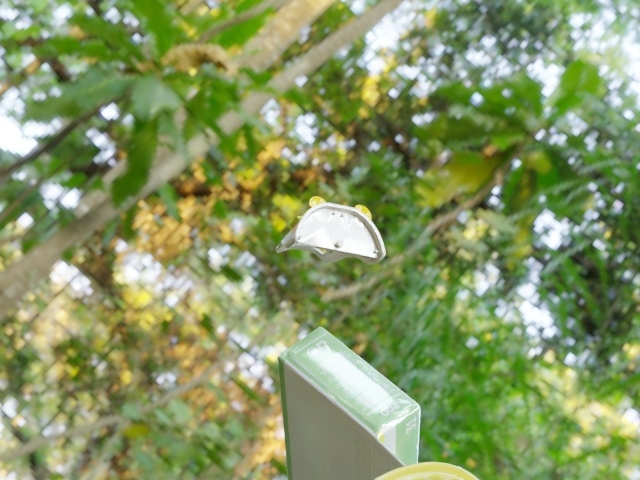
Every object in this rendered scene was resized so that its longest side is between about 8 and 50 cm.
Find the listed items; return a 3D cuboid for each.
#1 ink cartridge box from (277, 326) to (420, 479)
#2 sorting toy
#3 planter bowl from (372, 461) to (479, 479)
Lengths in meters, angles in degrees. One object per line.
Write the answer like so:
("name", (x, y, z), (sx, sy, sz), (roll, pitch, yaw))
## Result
("ink cartridge box", (0.059, 0.200, 1.125), (0.235, 0.056, 0.171), (37, -35, 34))
("sorting toy", (0.000, 0.000, 1.164), (0.083, 0.045, 0.075), (11, -26, -25))
("planter bowl", (0.056, 0.216, 0.619), (0.090, 0.217, 0.217), (16, -38, 41))
